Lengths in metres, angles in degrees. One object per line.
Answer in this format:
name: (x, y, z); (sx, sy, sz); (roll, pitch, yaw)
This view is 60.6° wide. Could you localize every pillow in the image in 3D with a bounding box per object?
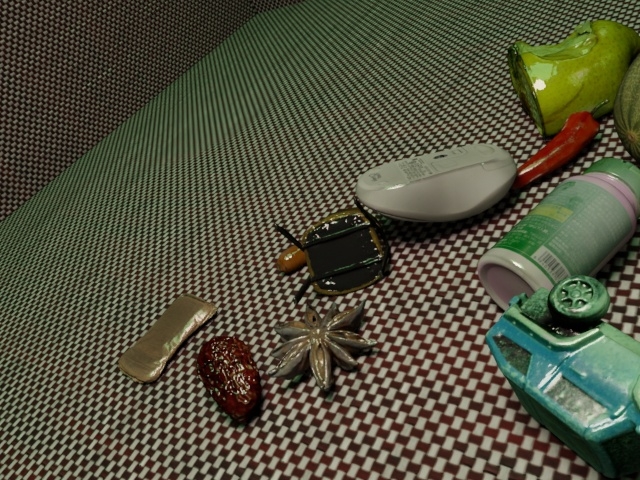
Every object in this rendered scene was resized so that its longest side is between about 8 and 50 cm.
pillow: (-0.313, 0.194, 1.113); (0.135, 0.034, 0.211); (15, 54, 40)

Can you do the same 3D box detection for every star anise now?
star anise: (0.006, 0.172, 0.900); (0.182, 0.065, 0.195); (-14, 32, 11)

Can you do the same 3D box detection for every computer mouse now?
computer mouse: (0.218, -0.095, 1.036); (0.296, 0.121, 0.184); (-17, 24, 0)

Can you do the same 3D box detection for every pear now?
pear: (0.541, -0.351, 1.135); (0.255, 0.164, 0.238); (-15, 34, 16)

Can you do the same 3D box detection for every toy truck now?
toy truck: (0.330, 0.165, 0.615); (0.156, 0.155, 0.279); (-42, 36, -5)

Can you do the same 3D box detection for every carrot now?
carrot: (0.000, 0.000, 1.149); (0.216, 0.048, 0.048); (-33, 34, -16)

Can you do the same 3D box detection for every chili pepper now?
chili pepper: (0.460, -0.179, 1.047); (0.272, 0.063, 0.071); (-41, 7, -7)

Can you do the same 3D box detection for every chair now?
chair: (0.037, 0.011, 1.014); (0.158, 0.173, 0.247); (-18, -8, 13)

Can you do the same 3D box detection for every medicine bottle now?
medicine bottle: (0.373, -0.007, 0.821); (0.274, 0.134, 0.133); (-39, 36, -16)

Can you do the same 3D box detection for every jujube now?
jujube: (-0.147, 0.221, 0.911); (0.104, 0.104, 0.166); (-38, 40, -15)

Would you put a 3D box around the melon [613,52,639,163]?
melon: (0.615, -0.239, 0.866); (0.301, 0.238, 0.237); (-34, 35, -3)
